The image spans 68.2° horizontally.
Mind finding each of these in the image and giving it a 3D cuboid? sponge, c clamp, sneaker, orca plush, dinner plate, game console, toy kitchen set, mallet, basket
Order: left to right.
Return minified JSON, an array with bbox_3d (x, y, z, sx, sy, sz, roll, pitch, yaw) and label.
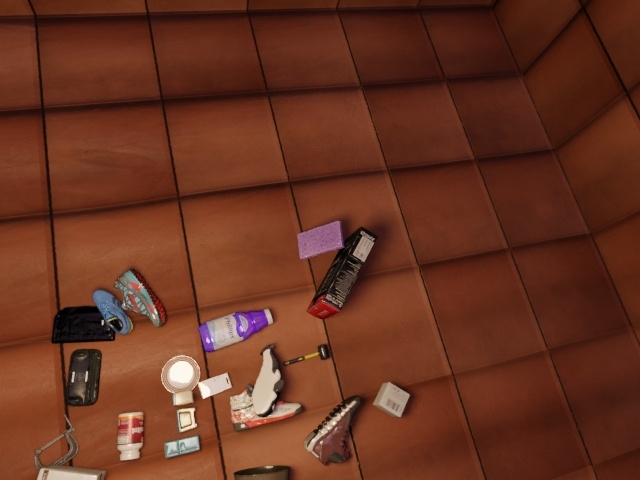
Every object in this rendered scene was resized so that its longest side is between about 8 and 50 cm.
[{"bbox_3d":[-0.916,0.713,1.638,0.161,0.022,0.137,-39,80,-25],"label":"c clamp"},{"bbox_3d":[-0.879,0.421,1.743,0.213,0.044,0.361,0,68,-13],"label":"game console"},{"bbox_3d":[-0.780,0.262,1.755,0.069,0.082,0.209,-40,81,-6],"label":"sneaker"},{"bbox_3d":[-0.702,0.243,1.836,0.125,0.104,0.262,-38,77,-5],"label":"sneaker"},{"bbox_3d":[-0.502,0.651,1.675,0.122,0.166,0.207,-8,72,-16],"label":"toy kitchen set"},{"bbox_3d":[-0.531,0.512,1.802,0.141,0.017,0.141,4,68,-11],"label":"dinner plate"},{"bbox_3d":[-0.198,0.926,1.656,0.204,0.154,0.226,-1,74,-15],"label":"basket"},{"bbox_3d":[-0.209,0.615,1.796,0.270,0.090,0.145,-11,75,-14],"label":"sneaker"},{"bbox_3d":[-0.196,0.543,1.790,0.151,0.102,0.287,-27,39,4],"label":"orca plush"},{"bbox_3d":[-0.054,0.482,1.915,0.190,0.039,0.062,-21,78,-14],"label":"mallet"},{"bbox_3d":[0.000,0.000,2.035,0.210,0.031,0.117,-17,68,25],"label":"sponge"},{"bbox_3d":[0.085,0.742,1.820,0.281,0.106,0.162,-41,88,-12],"label":"sneaker"}]

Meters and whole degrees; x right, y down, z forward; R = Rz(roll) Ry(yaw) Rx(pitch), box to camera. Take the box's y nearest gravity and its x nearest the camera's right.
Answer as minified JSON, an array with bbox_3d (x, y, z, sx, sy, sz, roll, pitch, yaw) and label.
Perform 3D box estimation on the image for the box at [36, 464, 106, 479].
[{"bbox_3d":[-0.811,0.827,1.508,0.182,0.119,0.181,11,70,-6],"label":"box"}]

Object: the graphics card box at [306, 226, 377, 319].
[{"bbox_3d":[0.088,0.139,1.963,0.094,0.233,0.371,31,66,-5],"label":"graphics card box"}]

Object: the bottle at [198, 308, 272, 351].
[{"bbox_3d":[-0.331,0.344,1.868,0.283,0.092,0.118,-16,73,-18],"label":"bottle"}]

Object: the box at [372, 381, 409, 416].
[{"bbox_3d":[0.284,0.640,1.900,0.101,0.087,0.102,31,66,0],"label":"box"}]

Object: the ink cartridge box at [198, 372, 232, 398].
[{"bbox_3d":[-0.403,0.555,1.809,0.115,0.029,0.062,-16,74,-19],"label":"ink cartridge box"}]

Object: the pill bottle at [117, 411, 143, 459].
[{"bbox_3d":[-0.669,0.687,1.668,0.086,0.086,0.152,-2,71,-13],"label":"pill bottle"}]
